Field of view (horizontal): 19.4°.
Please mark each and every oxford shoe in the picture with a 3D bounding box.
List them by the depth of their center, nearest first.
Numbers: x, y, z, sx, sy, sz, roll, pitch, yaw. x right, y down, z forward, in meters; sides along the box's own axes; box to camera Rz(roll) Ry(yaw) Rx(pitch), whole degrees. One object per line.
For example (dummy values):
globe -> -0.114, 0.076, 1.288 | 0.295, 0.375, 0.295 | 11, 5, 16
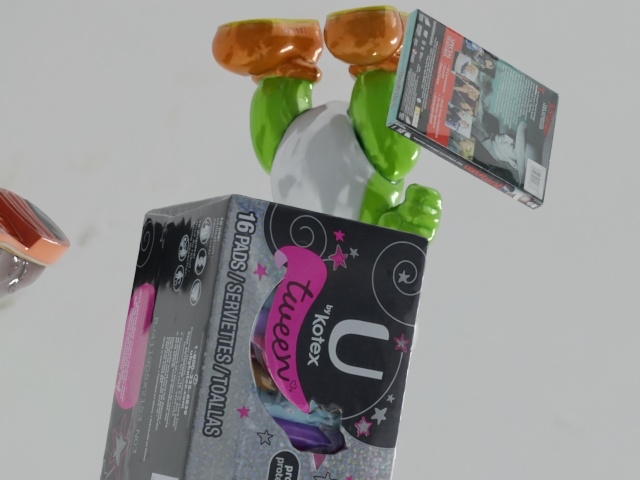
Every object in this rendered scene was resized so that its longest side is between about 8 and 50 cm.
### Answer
oxford shoe -> -0.299, 0.004, 1.484 | 0.098, 0.271, 0.097 | -49, -115, 7

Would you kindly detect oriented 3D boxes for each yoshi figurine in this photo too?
yoshi figurine -> -0.006, 0.002, 1.482 | 0.203, 0.203, 0.362 | -4, -87, -14

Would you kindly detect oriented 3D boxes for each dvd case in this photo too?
dvd case -> 0.097, -0.081, 1.168 | 0.119, 0.013, 0.087 | 26, -122, -25

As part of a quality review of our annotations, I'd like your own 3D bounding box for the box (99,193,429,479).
box -> -0.040, 0.108, 1.182 | 0.142, 0.163, 0.247 | 11, -97, -24
